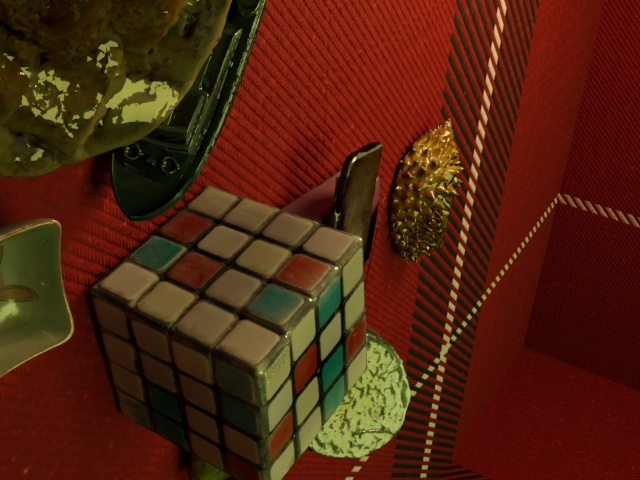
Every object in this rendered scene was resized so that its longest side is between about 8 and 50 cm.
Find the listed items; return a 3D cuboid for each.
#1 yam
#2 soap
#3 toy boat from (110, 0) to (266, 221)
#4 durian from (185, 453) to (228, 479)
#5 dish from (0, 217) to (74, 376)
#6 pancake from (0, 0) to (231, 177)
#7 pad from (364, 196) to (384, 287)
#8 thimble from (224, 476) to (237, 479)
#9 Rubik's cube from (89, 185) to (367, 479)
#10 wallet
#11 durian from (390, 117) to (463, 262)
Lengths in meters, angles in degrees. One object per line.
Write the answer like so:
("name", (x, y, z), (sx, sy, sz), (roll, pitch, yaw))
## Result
("yam", (0.021, 0.224, 1.391), (0.201, 0.271, 0.202), (33, 86, -24))
("soap", (0.002, 0.001, 1.455), (0.259, 0.081, 0.181), (-36, 140, -51))
("toy boat", (-0.156, -0.159, 0.941), (0.122, 0.114, 0.296), (33, 78, -87))
("durian", (-0.139, 0.274, 1.365), (0.139, 0.101, 0.250), (-168, -80, -77))
("dish", (-0.339, 0.071, 0.801), (0.212, 0.077, 0.151), (-40, 141, -48))
("pancake", (-0.229, -0.195, 0.709), (0.387, 0.082, 0.387), (-29, 147, -21))
("pad", (0.093, 0.028, 1.550), (0.190, 0.004, 0.127), (96, 7, -52))
("thimble", (-0.134, 0.519, 1.433), (0.143, 0.199, 0.235), (-27, 115, -62))
("Rubik's cube", (-0.107, 0.121, 1.111), (0.253, 0.259, 0.256), (-49, 148, -40))
("wallet", (0.049, -0.029, 1.394), (0.137, 0.031, 0.255), (-27, 131, -53))
("durian", (0.232, -0.077, 1.841), (0.191, 0.112, 0.341), (-42, 147, -49))
